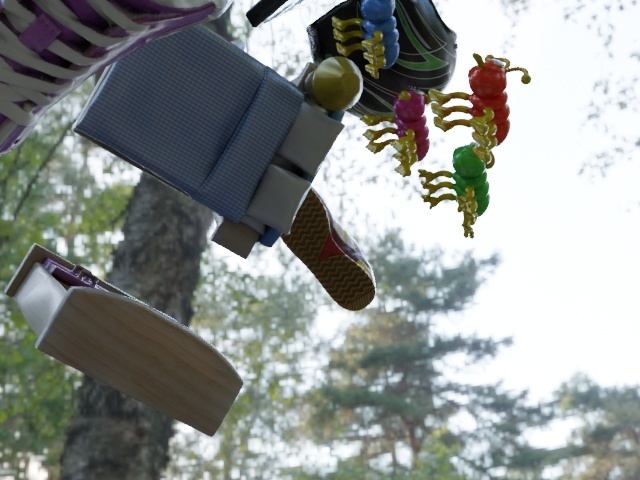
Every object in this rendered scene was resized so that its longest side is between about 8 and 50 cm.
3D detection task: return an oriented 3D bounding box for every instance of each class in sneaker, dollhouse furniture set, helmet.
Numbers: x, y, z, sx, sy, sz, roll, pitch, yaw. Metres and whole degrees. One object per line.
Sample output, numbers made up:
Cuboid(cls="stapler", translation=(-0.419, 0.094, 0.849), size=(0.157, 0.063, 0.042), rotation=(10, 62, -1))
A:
Cuboid(cls="sneaker", translation=(0.000, 0.000, 1.229), size=(0.069, 0.185, 0.084), rotation=(-31, 8, 7))
Cuboid(cls="dollhouse furniture set", translation=(-0.125, -0.065, 0.752), size=(0.286, 0.303, 0.198), rotation=(32, -6, -24))
Cuboid(cls="sneaker", translation=(-0.132, -0.099, 0.506), size=(0.102, 0.161, 0.282), rotation=(40, -10, -20))
Cuboid(cls="helmet", translation=(0.078, -0.220, 1.219), size=(0.169, 0.169, 0.161), rotation=(-28, -77, 31))

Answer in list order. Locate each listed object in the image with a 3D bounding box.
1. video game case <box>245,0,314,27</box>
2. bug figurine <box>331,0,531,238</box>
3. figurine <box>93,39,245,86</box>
Cuboid(cls="video game case", translation=(0.058, -0.342, 1.207), size=(0.274, 0.026, 0.196), rotation=(-36, 6, -41))
Cuboid(cls="bug figurine", translation=(0.114, -0.136, 1.046), size=(0.072, 0.279, 0.216), rotation=(-25, -47, -18))
Cuboid(cls="figurine", translation=(-0.193, -0.266, 1.296), size=(0.209, 0.215, 0.092), rotation=(-16, -11, -37))
